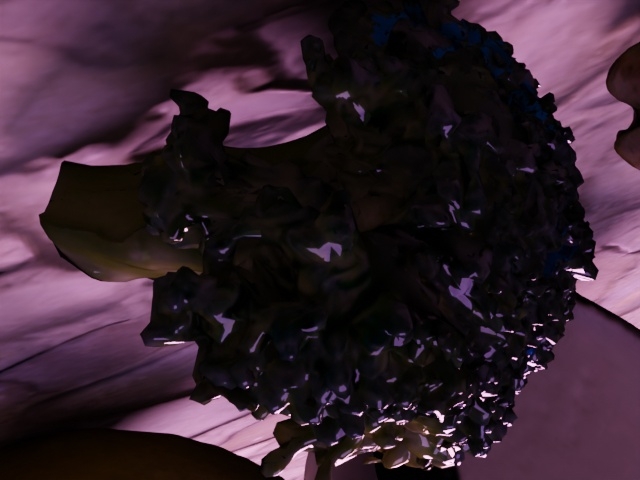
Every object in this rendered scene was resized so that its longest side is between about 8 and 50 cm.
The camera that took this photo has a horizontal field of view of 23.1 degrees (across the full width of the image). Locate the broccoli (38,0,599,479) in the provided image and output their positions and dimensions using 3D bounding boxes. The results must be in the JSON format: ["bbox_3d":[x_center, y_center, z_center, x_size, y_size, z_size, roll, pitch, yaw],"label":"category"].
[{"bbox_3d":[0.000,0.000,0.456,0.160,0.167,0.154,2,137,23],"label":"broccoli"}]

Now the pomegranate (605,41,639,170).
[{"bbox_3d":[0.185,-0.036,0.459,0.202,0.202,0.248,-9,-171,-34],"label":"pomegranate"}]

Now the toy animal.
[{"bbox_3d":[0.091,0.133,0.879,0.187,0.165,0.235,-3,158,-25],"label":"toy animal"}]

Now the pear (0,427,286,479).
[{"bbox_3d":[-0.132,0.222,0.779,0.321,0.269,0.269,-20,166,-32],"label":"pear"}]
